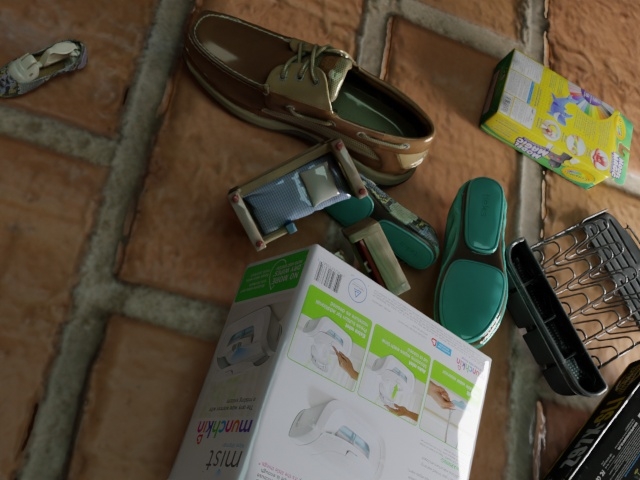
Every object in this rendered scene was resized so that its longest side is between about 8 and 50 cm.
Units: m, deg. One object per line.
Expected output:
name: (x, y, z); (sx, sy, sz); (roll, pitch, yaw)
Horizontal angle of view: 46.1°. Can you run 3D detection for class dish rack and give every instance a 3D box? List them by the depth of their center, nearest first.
dish rack: (0.361, 0.067, 0.988); (0.271, 0.074, 0.208); (-21, 80, -29)

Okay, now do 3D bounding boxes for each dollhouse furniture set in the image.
dollhouse furniture set: (0.000, 0.000, 0.813); (0.129, 0.129, 0.184); (-28, 98, -1)

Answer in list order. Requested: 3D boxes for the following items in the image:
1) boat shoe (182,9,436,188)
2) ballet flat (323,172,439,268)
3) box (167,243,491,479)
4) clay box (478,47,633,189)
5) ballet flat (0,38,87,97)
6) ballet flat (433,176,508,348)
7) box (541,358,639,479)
boat shoe: (-0.002, -0.186, 0.905); (0.324, 0.120, 0.123); (26, 62, -12)
ballet flat: (0.066, -0.036, 0.917); (0.188, 0.070, 0.070); (39, 60, -7)
box: (0.025, 0.171, 0.732); (0.262, 0.126, 0.231); (33, 60, -29)
clay box: (0.344, -0.167, 1.085); (0.222, 0.053, 0.127); (28, 61, -12)
ballet flat: (-0.307, -0.194, 0.824); (0.114, 0.041, 0.041); (-33, 85, -30)
ballet flat: (0.182, 0.038, 0.910); (0.083, 0.087, 0.247); (14, 57, 3)
box: (0.400, 0.326, 0.878); (0.257, 0.079, 0.322); (46, 62, 6)
